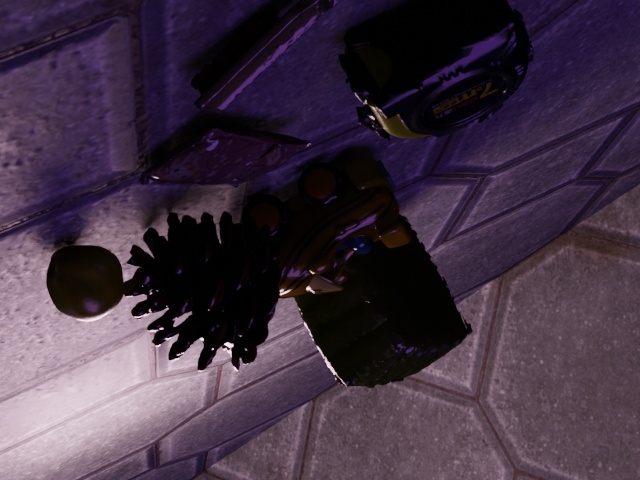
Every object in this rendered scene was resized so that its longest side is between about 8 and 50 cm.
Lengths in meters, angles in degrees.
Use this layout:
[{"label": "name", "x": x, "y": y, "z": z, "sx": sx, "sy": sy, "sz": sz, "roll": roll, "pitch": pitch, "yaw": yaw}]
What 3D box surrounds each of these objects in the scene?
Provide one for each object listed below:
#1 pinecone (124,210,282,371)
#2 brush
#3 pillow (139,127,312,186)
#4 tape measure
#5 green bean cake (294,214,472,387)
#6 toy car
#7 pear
[{"label": "pinecone", "x": -0.142, "y": 0.056, "z": 1.407, "sx": 0.208, "sy": 0.208, "sz": 0.208, "roll": -27, "pitch": 165, "yaw": -8}, {"label": "brush", "x": -0.023, "y": -0.207, "z": 1.056, "sx": 0.248, "sy": 0.036, "sz": 0.043, "roll": -41, "pitch": 166, "yaw": 17}, {"label": "pillow", "x": -0.102, "y": -0.091, "z": 1.275, "sx": 0.118, "sy": 0.043, "sz": 0.185, "roll": -29, "pitch": 163, "yaw": 27}, {"label": "tape measure", "x": 0.122, "y": -0.185, "z": 1.240, "sx": 0.199, "sy": 0.112, "sz": 0.186, "roll": -25, "pitch": 159, "yaw": 8}, {"label": "green bean cake", "x": 0.079, "y": 0.090, "z": 1.800, "sx": 0.156, "sy": 0.247, "sz": 0.250, "roll": -37, "pitch": 163, "yaw": 30}, {"label": "toy car", "x": 0.000, "y": 0.000, "z": 1.560, "sx": 0.248, "sy": 0.142, "sz": 0.200, "roll": -30, "pitch": 165, "yaw": 7}, {"label": "pear", "x": -0.272, "y": 0.045, "z": 1.343, "sx": 0.092, "sy": 0.092, "sz": 0.097, "roll": -30, "pitch": 124, "yaw": 5}]
